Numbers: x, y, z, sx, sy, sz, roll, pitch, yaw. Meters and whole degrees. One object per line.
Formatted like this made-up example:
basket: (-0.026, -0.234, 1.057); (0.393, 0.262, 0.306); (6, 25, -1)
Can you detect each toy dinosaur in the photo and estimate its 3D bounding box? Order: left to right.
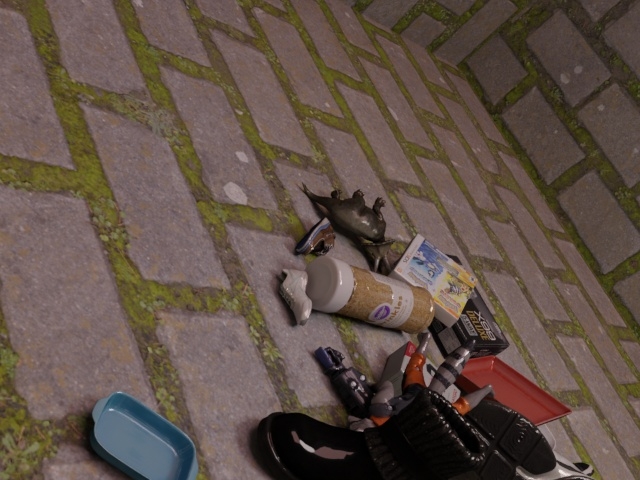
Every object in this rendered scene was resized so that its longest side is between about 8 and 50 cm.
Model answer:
toy dinosaur: (0.093, -0.063, 2.115); (0.313, 0.121, 0.160); (42, 22, -18)

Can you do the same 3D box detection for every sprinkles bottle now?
sprinkles bottle: (0.116, 0.129, 1.899); (0.355, 0.121, 0.121); (19, 40, -44)

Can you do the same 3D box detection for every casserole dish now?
casserole dish: (-0.265, 0.304, 1.223); (0.188, 0.037, 0.114); (40, 28, -18)

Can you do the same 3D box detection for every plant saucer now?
plant saucer: (0.470, 0.387, 2.076); (0.258, 0.048, 0.259); (36, 20, 33)

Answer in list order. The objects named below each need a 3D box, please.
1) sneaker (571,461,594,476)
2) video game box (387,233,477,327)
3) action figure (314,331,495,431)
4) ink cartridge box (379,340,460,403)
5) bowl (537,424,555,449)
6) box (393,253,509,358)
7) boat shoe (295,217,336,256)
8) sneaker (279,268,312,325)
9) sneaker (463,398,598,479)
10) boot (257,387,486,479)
sneaker: (0.616, 0.579, 2.092); (0.235, 0.084, 0.097); (0, 53, -55)
video game box: (0.288, 0.099, 2.119); (0.205, 0.048, 0.187); (37, 43, 1)
action figure: (0.156, 0.299, 1.655); (0.341, 0.178, 0.330); (47, 53, 7)
ink cartridge box: (0.226, 0.332, 1.854); (0.175, 0.072, 0.127); (45, 28, -7)
bowl: (0.531, 0.494, 2.111); (0.142, 0.053, 0.142); (53, 28, 10)
box: (0.356, 0.174, 2.237); (0.242, 0.076, 0.307); (10, 46, -49)
boat shoe: (0.000, 0.000, 1.956); (0.066, 0.066, 0.183); (48, 28, -4)
sneaker: (-0.057, 0.119, 1.751); (0.061, 0.054, 0.152); (15, 37, -24)
sneaker: (0.441, 0.501, 1.868); (0.447, 0.169, 0.257); (38, -7, -9)
boot: (0.091, 0.346, 1.439); (0.348, 0.260, 0.131); (33, 32, -28)
